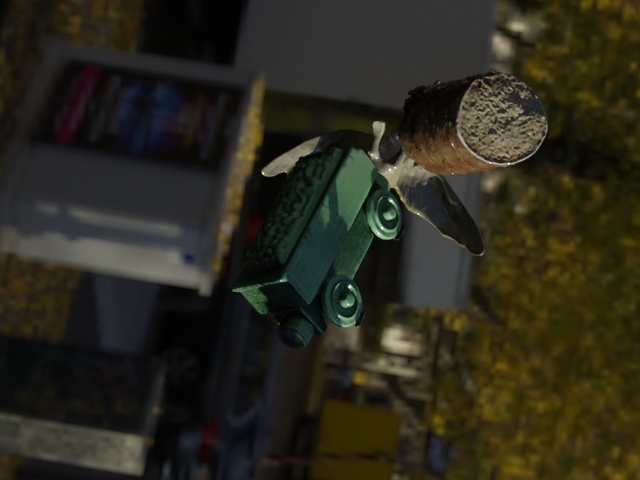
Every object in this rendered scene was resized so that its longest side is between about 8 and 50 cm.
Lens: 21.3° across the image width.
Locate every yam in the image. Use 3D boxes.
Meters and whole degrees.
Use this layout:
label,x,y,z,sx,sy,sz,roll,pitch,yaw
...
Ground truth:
label,x,y,z,sx,sy,sz,roll,pitch,yaw
yam,0.113,-0.089,1.300,0.141,0.079,0.079,179,-79,-76

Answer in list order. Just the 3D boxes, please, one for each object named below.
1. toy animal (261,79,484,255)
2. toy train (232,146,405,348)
label,x,y,z,sx,sy,sz,roll,pitch,yaw
toy animal,0.072,-0.080,1.544,0.155,0.219,0.095,-61,170,1
toy train,0.000,0.000,1.288,0.099,0.070,0.172,50,48,-27
